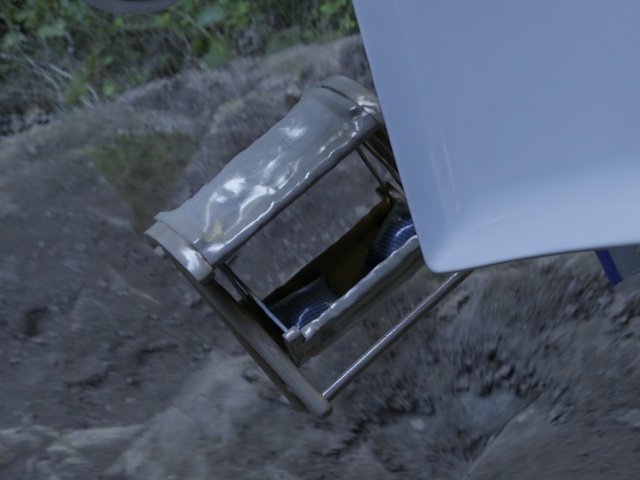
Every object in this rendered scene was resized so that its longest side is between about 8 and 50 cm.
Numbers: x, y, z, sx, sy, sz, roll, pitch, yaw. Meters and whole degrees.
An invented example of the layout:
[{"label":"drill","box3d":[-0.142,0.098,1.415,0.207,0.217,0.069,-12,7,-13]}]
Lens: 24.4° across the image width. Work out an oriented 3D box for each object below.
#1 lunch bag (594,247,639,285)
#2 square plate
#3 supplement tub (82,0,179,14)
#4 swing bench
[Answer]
[{"label":"lunch bag","box3d":[0.421,-0.169,1.839,0.328,0.239,0.385,-27,107,8]},{"label":"square plate","box3d":[0.138,-0.156,1.054,0.049,0.347,0.344,-16,92,-29]},{"label":"supplement tub","box3d":[-0.191,-0.421,1.614,0.235,0.325,0.235,8,60,-14]},{"label":"swing bench","box3d":[0.000,0.000,1.478,0.253,0.165,0.254,-42,93,-10]}]
